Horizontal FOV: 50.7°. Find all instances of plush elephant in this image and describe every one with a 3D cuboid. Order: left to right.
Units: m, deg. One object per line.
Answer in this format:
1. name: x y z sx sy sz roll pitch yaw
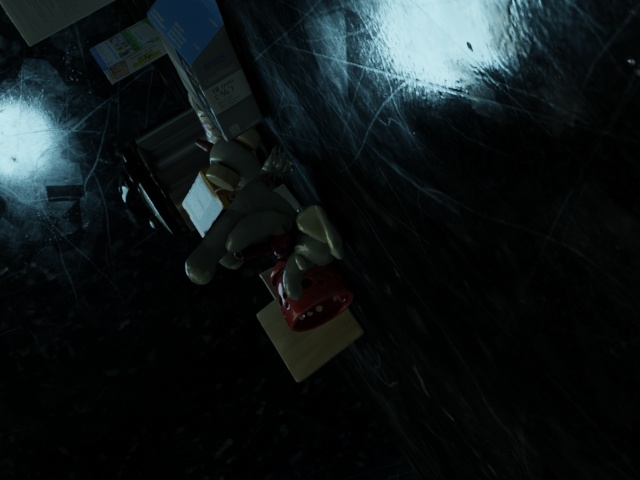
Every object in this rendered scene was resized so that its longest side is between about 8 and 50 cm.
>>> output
1. plush elephant: -0.077 0.000 1.448 0.255 0.330 0.272 35 -176 4

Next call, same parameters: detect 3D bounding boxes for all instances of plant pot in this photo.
1. plant pot: -0.034 0.126 1.809 0.174 0.191 0.191 58 173 22

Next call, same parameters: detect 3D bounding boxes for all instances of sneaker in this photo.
1. sneaker: -0.295 -0.341 1.905 0.252 0.103 0.111 57 174 -3

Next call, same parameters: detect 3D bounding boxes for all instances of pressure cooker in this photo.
1. pressure cooker: -0.465 -0.218 2.258 0.370 0.420 0.375 61 172 -27

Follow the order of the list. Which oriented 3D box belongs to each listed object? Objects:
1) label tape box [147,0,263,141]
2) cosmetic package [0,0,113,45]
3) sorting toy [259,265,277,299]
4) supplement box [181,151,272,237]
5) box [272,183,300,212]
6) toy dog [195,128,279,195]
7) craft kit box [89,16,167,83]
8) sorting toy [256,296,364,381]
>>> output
1. label tape box: -0.260 -0.407 1.425 0.240 0.106 0.333 51 170 36
2. cosmetic package: -0.706 -0.724 1.920 0.217 0.385 0.156 42 164 54
3. sorting toy: -0.080 0.163 2.255 0.208 0.193 0.038 54 141 14
4. supplement box: -0.274 -0.135 2.004 0.129 0.191 0.194 57 142 10
5. box: -0.108 -0.073 1.796 0.087 0.101 0.102 52 172 28
6. toy dog: -0.224 -0.185 1.788 0.161 0.220 0.333 26 150 22
7. craft kit box: -0.579 -0.604 2.105 0.250 0.247 0.061 49 171 50
8. sorting toy: -0.022 0.259 2.083 0.255 0.257 0.089 55 -168 22
